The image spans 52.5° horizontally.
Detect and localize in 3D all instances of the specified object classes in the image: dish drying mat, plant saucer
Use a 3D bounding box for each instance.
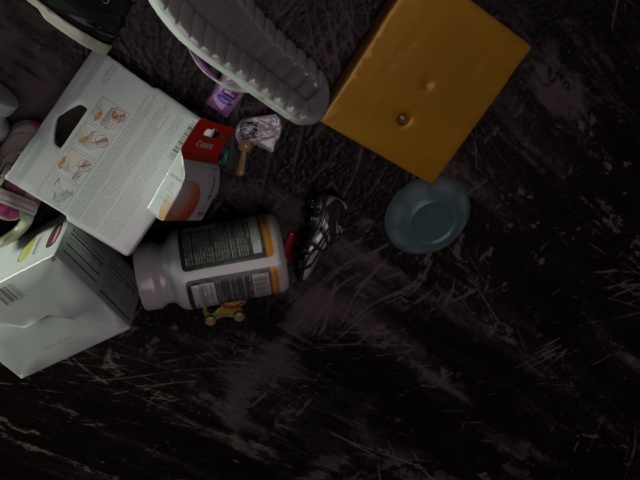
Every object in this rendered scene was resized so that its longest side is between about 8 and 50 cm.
[{"bbox_3d":[-0.069,0.021,1.367,0.032,0.008,0.083,22,113,-23],"label":"dish drying mat"},{"bbox_3d":[0.235,-0.044,1.385,0.195,0.037,0.195,-6,122,-9],"label":"plant saucer"}]

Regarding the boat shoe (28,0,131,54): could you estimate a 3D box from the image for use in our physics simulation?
[{"bbox_3d":[-0.428,-0.419,0.946,0.340,0.127,0.113,36,106,-30],"label":"boat shoe"}]

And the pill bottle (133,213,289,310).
[{"bbox_3d":[-0.209,0.046,1.259,0.278,0.162,0.162,-10,122,-7],"label":"pill bottle"}]

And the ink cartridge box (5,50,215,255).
[{"bbox_3d":[-0.357,-0.149,1.123,0.239,0.060,0.275,35,90,-14],"label":"ink cartridge box"}]

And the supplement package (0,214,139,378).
[{"bbox_3d":[-0.506,0.101,1.204,0.262,0.145,0.204,-25,123,14],"label":"supplement package"}]

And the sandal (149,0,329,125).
[{"bbox_3d":[-0.154,-0.325,1.078,0.102,0.169,0.416,-14,135,45],"label":"sandal"}]

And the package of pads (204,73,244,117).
[{"bbox_3d":[-0.165,-0.266,1.157,0.050,0.032,0.083,31,109,-30],"label":"package of pads"}]

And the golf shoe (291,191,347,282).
[{"bbox_3d":[0.000,0.000,1.327,0.094,0.077,0.198,6,114,-24],"label":"golf shoe"}]

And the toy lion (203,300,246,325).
[{"bbox_3d":[-0.204,0.129,1.389,0.100,0.034,0.096,-8,115,-8],"label":"toy lion"}]

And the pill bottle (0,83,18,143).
[{"bbox_3d":[-0.583,-0.178,1.066,0.103,0.103,0.184,37,107,-29],"label":"pill bottle"}]

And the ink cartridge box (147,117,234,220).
[{"bbox_3d":[-0.208,-0.116,1.123,0.045,0.145,0.179,37,101,12],"label":"ink cartridge box"}]

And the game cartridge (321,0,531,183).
[{"bbox_3d":[0.192,-0.300,1.218,0.285,0.052,0.323,26,109,-26],"label":"game cartridge"}]

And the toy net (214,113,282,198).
[{"bbox_3d":[-0.177,-0.171,1.210,0.232,0.045,0.122,-37,103,7],"label":"toy net"}]

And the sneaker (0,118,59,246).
[{"bbox_3d":[-0.526,-0.087,1.130,0.103,0.111,0.252,17,115,-22],"label":"sneaker"}]
